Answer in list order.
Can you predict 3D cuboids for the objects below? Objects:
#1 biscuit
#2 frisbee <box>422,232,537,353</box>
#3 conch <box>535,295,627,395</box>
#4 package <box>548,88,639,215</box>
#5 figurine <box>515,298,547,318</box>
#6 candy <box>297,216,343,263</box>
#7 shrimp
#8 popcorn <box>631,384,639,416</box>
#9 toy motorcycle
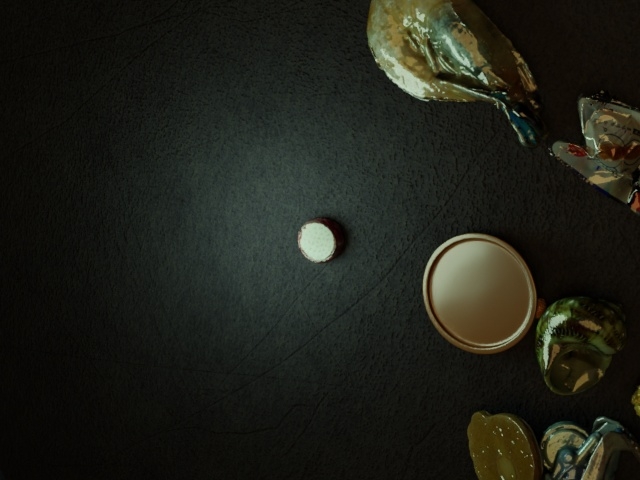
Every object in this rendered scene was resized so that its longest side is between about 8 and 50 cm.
[{"bbox_3d":[0.378,0.434,1.502,0.208,0.049,0.180,-27,69,62],"label":"biscuit"},{"bbox_3d":[0.319,0.107,1.507,0.251,0.021,0.250,7,102,34],"label":"frisbee"},{"bbox_3d":[0.502,0.188,1.426,0.182,0.124,0.187,-17,118,16],"label":"conch"},{"bbox_3d":[0.565,-0.155,1.355,0.270,0.071,0.194,26,130,5],"label":"package"},{"bbox_3d":[0.399,0.130,1.496,0.109,0.047,0.064,14,135,26],"label":"figurine"},{"bbox_3d":[0.000,0.000,1.632,0.103,0.043,0.103,5,103,21],"label":"candy"},{"bbox_3d":[0.260,-0.339,1.428,0.445,0.110,0.221,46,119,12],"label":"shrimp"},{"bbox_3d":[0.629,0.309,1.426,0.084,0.084,0.084,5,102,22],"label":"popcorn"},{"bbox_3d":[0.529,0.509,1.421,0.241,0.182,0.318,9,95,41],"label":"toy motorcycle"}]
